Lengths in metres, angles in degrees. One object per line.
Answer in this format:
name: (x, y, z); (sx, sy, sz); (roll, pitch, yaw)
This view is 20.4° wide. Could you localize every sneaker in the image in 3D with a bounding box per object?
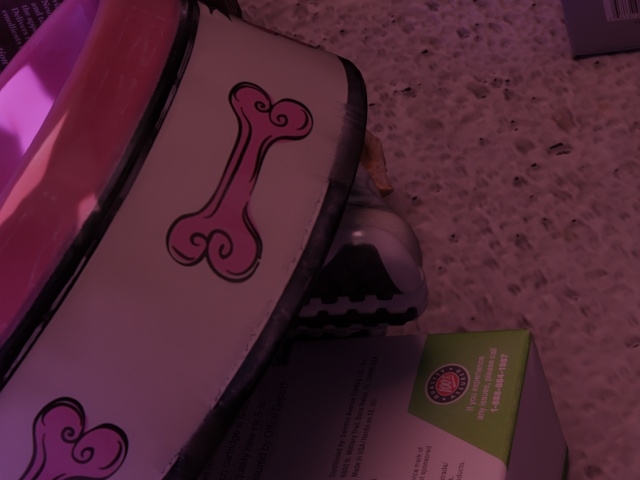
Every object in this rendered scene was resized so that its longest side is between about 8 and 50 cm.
sneaker: (0.000, 0.000, 1.065); (0.110, 0.292, 0.118); (0, 84, -6)

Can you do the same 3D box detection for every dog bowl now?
dog bowl: (-0.155, 0.026, 1.007); (0.408, 0.150, 0.408); (-47, 20, 23)

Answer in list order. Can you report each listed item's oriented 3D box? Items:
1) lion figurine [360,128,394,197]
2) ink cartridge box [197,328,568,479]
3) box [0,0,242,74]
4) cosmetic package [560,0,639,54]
lion figurine: (-0.155, -0.051, 1.293); (0.392, 0.142, 0.240); (-11, 35, -6)
ink cartridge box: (-0.009, 0.163, 1.038); (0.273, 0.114, 0.198); (-4, 42, 21)
box: (-0.189, -0.187, 1.473); (0.203, 0.168, 0.167); (-12, 38, 11)
cosmetic package: (0.255, -0.262, 1.416); (0.127, 0.107, 0.238); (-6, 39, 18)
